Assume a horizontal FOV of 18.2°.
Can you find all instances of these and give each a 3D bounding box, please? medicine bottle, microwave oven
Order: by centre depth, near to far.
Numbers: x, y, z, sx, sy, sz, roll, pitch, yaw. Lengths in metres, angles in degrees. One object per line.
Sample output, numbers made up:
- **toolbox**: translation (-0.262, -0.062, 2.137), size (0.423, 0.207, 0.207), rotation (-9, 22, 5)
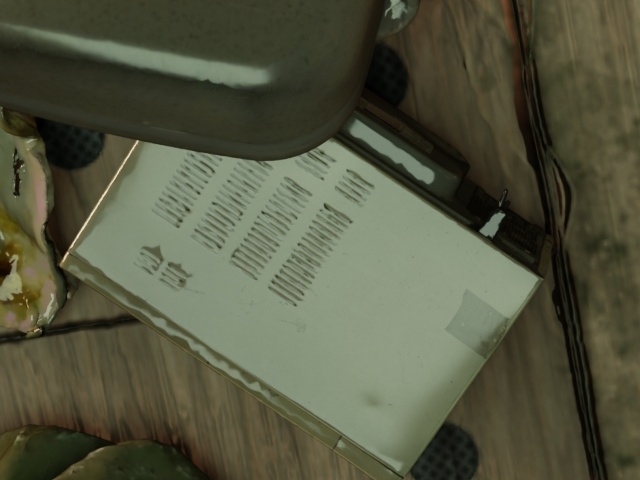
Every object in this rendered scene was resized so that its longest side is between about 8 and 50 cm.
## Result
- **medicine bottle**: translation (-0.064, -0.238, 1.111), size (0.282, 0.123, 0.375), rotation (12, 73, 8)
- **microwave oven**: translation (0.000, 0.000, 1.209), size (0.240, 0.145, 0.194), rotation (34, 101, 2)

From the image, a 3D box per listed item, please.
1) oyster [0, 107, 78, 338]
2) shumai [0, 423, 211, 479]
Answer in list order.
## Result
- **oyster**: translation (-0.289, -0.083, 1.262), size (0.201, 0.107, 0.354), rotation (-23, 117, 18)
- **shumai**: translation (-0.196, 0.289, 1.236), size (0.304, 0.263, 0.309), rotation (-9, 99, 9)
